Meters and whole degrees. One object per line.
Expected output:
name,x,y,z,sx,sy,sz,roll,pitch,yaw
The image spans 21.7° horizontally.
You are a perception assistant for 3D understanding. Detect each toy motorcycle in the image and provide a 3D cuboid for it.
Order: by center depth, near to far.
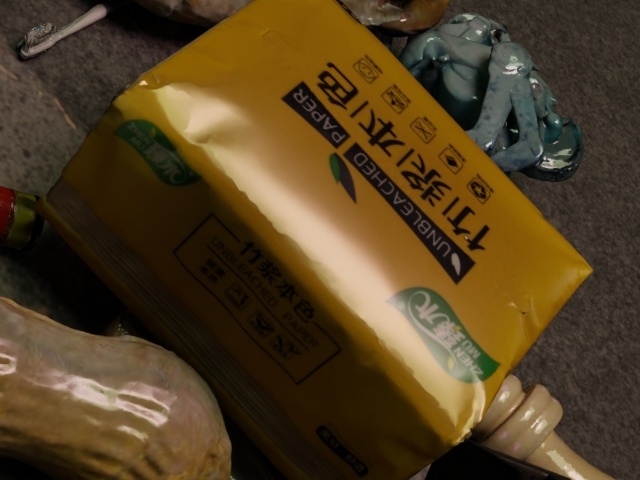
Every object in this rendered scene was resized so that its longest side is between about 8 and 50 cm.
toy motorcycle,0.163,-0.150,1.842,0.206,0.154,0.260,-14,55,-24

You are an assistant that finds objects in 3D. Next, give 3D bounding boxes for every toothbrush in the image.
toothbrush,-0.205,-0.236,1.660,0.024,0.026,0.288,39,38,11

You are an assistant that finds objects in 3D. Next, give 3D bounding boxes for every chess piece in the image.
chess piece,0.184,0.184,1.621,0.397,0.117,0.117,45,40,0

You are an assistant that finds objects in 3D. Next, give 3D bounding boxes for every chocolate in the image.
chocolate,-0.204,0.122,1.302,0.309,0.134,0.134,24,46,-25

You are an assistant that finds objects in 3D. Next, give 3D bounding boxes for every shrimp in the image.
shrimp,-0.058,-0.290,1.748,0.445,0.110,0.221,7,38,-29

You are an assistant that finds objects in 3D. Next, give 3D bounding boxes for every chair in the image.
chair,0.127,0.249,1.452,0.260,0.154,0.141,22,90,-26

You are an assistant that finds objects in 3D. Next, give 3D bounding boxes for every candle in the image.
candle,-0.297,-0.029,1.396,0.130,0.052,0.052,15,50,-31

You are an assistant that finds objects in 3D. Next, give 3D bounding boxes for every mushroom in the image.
mushroom,-0.115,0.146,1.430,0.202,0.054,0.059,48,45,-9

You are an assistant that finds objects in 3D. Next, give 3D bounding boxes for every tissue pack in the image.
tissue pack,0.000,0.000,1.410,0.382,0.228,0.293,48,42,-2

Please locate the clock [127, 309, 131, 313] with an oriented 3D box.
clock,-0.072,0.061,1.519,0.229,0.063,0.156,0,59,-41
